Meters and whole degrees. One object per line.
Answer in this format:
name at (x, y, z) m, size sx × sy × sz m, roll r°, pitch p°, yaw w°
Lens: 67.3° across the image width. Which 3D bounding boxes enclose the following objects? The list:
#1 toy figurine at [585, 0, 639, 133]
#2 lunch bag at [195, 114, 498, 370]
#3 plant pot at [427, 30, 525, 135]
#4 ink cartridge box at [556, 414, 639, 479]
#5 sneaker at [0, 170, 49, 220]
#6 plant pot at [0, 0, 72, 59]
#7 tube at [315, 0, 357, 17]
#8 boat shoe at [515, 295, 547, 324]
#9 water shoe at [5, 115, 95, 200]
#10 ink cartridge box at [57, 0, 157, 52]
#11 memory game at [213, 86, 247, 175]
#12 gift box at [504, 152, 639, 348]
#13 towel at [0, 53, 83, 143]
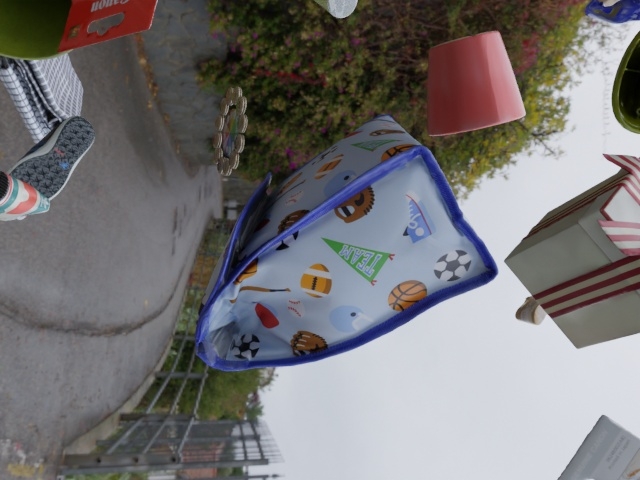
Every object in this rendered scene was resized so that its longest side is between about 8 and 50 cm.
toy figurine at (0.410, -0.321, 0.552) m, size 0.217 × 0.191 × 0.362 m, roll -100°, pitch -168°, yaw -65°
lunch bag at (0.000, 0.000, 0.719) m, size 0.239 × 0.386 × 0.328 m, roll 54°, pitch 13°, yaw -16°
plant pot at (0.428, -0.449, 1.380) m, size 0.275 × 0.275 × 0.243 m, roll -140°, pitch -144°, yaw -74°
ink cartridge box at (0.506, 0.499, 0.754) m, size 0.308 × 0.385 × 0.091 m, roll -55°, pitch 174°, yaw -1°
sneaker at (-0.397, -0.041, 0.572) m, size 0.075 × 0.161 × 0.057 m, roll 34°, pitch 54°, yaw -61°
plant pot at (-0.532, -0.528, 0.852) m, size 0.274 × 0.275 × 0.293 m, roll 114°, pitch -23°, yaw -56°
tube at (-0.002, -0.513, 0.958) m, size 0.062 × 0.070 × 0.240 m, roll 57°, pitch 4°, yaw -48°
boat shoe at (0.524, 0.156, 1.171) m, size 0.059 × 0.170 × 0.063 m, roll -2°, pitch -80°, yaw 43°
water shoe at (-0.453, -0.122, 0.796) m, size 0.080 × 0.073 × 0.203 m, roll -5°, pitch -135°, yaw 42°
ink cartridge box at (-0.262, -0.363, 0.595) m, size 0.066 × 0.189 × 0.232 m, roll 35°, pitch 63°, yaw -55°
memory game at (-0.190, -0.224, 0.991) m, size 0.186 × 0.012 × 0.186 m, roll -11°, pitch -103°, yaw 59°
gift box at (0.516, 0.011, 0.859) m, size 0.276 × 0.255 × 0.258 m, roll 48°, pitch -35°, yaw 1°
towel at (-0.717, -0.430, 1.252) m, size 0.235 × 0.121 × 0.283 m, roll 90°, pitch -15°, yaw -48°
